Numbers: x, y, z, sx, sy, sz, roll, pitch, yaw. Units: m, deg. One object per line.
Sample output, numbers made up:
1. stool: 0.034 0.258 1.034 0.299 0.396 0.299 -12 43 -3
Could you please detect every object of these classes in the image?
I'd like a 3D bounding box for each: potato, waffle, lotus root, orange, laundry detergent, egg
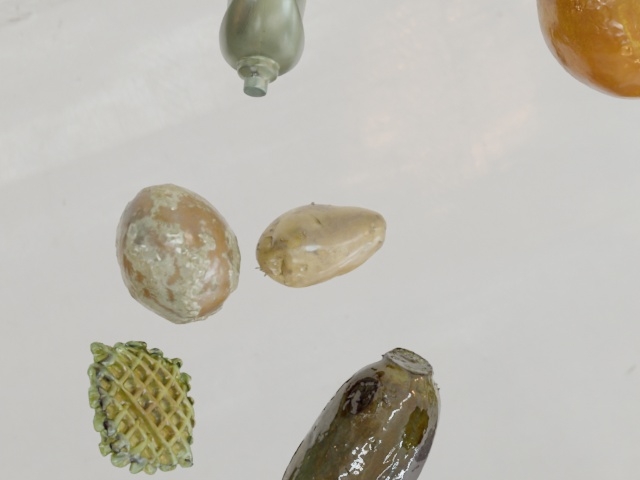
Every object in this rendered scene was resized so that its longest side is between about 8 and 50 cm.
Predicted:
1. potato: 0.001 0.004 2.061 0.235 0.161 0.128 0 143 3
2. waffle: -0.279 0.261 1.819 0.054 0.214 0.208 -21 155 34
3. lotus root: 0.044 0.229 1.213 0.241 0.123 0.124 -58 160 12
4. orange: 0.372 -0.298 1.358 0.261 0.261 0.261 -7 116 -14
5. laundry detergent: -0.054 -0.271 1.213 0.091 0.181 0.253 8 71 -5
6. egg: -0.236 0.020 1.910 0.203 0.203 0.245 -23 112 -6
